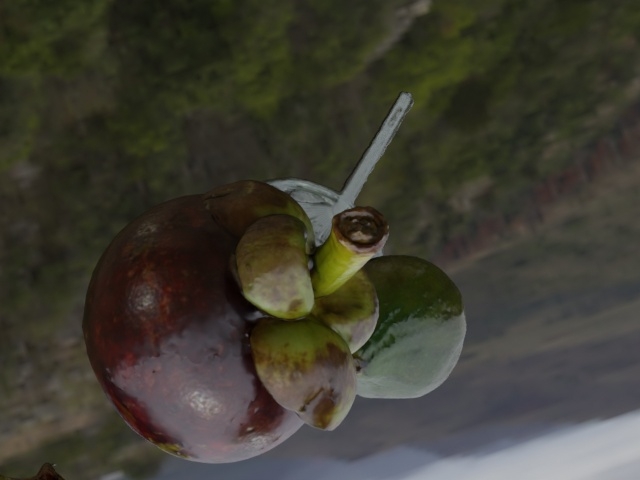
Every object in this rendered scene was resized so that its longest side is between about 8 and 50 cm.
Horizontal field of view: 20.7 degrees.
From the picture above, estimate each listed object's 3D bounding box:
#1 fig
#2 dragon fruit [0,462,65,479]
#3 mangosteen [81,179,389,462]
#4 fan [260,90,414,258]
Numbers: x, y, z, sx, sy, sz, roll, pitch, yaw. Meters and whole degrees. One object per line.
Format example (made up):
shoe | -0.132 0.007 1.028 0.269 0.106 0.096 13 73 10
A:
fig | 0.055 0.076 1.420 0.123 0.123 0.156 -21 -172 11
dragon fruit | -0.207 0.226 1.048 0.224 0.224 0.227 -24 165 28
mangosteen | -0.034 0.039 0.953 0.181 0.156 0.146 -28 171 8
fan | 0.005 0.033 1.535 0.294 0.223 0.012 -32 -162 -22
